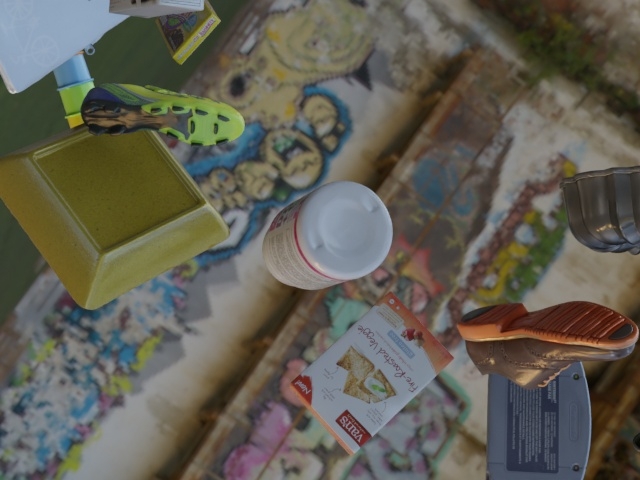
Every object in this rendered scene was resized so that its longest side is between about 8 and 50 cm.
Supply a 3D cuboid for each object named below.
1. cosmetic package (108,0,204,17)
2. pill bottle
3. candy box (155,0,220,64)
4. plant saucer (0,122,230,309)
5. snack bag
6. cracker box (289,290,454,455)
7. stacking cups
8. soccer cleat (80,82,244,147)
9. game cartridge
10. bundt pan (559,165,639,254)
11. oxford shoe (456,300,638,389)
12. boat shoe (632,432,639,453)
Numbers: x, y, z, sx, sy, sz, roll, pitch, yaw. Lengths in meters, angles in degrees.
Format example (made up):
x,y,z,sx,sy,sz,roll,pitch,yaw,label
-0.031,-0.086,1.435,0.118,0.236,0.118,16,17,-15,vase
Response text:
x,y,z,sx,sy,sz,roll,pitch,yaw,label
-0.204,-0.328,1.341,0.239,0.060,0.099,-162,-104,-64,cosmetic package
0.000,0.000,1.859,0.160,0.160,0.283,-57,-170,-17,pill bottle
-0.240,-0.393,1.963,0.105,0.027,0.206,-44,-148,9,candy box
-0.365,-0.087,1.939,0.333,0.333,0.081,-30,165,-35,plant saucer
-0.411,-0.428,1.641,0.037,0.323,0.342,18,-127,46,snack bag
0.083,0.219,1.812,0.232,0.156,0.067,-42,172,-12,cracker box
-0.549,-0.370,2.406,0.096,0.316,0.096,-17,-172,2,stacking cups
-0.266,-0.228,1.871,0.121,0.289,0.093,-74,166,-47,soccer cleat
0.416,0.345,2.094,0.060,0.196,0.294,63,30,-70,game cartridge
0.583,-0.044,1.905,0.331,0.331,0.124,154,-63,-75,bundt pan
0.400,0.186,1.893,0.130,0.132,0.364,-25,-166,-34,oxford shoe
0.538,0.279,1.512,0.223,0.073,0.080,-18,-120,42,boat shoe
